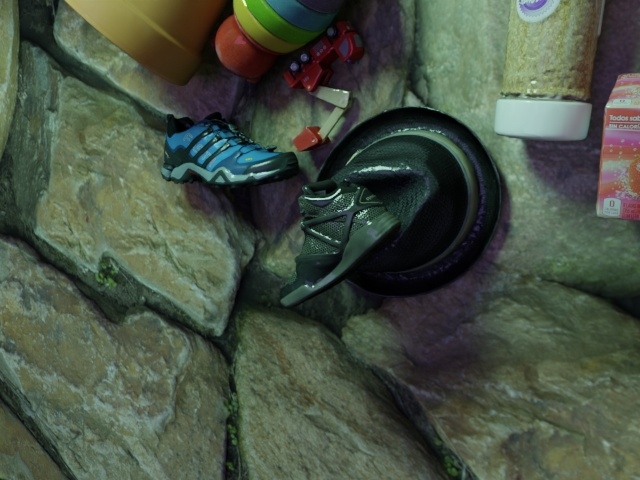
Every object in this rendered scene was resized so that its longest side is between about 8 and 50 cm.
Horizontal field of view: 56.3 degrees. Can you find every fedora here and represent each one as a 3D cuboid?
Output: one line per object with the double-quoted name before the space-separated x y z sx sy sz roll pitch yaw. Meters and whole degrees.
"fedora" 0.101 -0.046 0.926 0.334 0.152 0.334 7 105 29

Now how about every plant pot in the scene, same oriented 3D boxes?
"plant pot" -0.279 -0.436 1.007 0.203 0.291 0.291 -46 76 11

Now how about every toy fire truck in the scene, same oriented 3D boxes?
"toy fire truck" 0.009 -0.252 0.995 0.192 0.047 0.135 -36 83 30

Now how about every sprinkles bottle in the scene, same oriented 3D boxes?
"sprinkles bottle" 0.303 -0.310 0.771 0.121 0.121 0.355 9 105 28

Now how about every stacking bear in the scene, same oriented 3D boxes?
"stacking bear" -0.067 -0.370 0.946 0.175 0.164 0.289 36 137 -18

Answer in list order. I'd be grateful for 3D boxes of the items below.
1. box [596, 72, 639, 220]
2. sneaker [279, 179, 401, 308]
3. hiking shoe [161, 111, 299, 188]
"box" 0.486 -0.106 0.675 0.300 0.154 0.142 8 121 29
"sneaker" 0.000 0.000 0.861 0.130 0.087 0.227 53 125 13
"hiking shoe" -0.177 -0.166 1.083 0.304 0.113 0.132 6 104 29
